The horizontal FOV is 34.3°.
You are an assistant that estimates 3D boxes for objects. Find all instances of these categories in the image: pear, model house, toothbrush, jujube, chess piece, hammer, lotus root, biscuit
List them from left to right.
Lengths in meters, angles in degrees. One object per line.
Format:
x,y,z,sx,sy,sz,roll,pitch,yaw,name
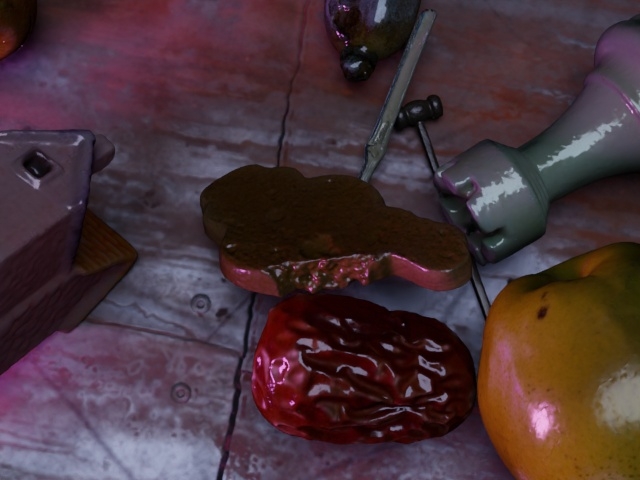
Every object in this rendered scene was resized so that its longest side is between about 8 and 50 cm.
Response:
-0.329,-0.018,1.055,0.202,0.237,0.237,37,49,14,model house
0.007,-0.004,1.075,0.320,0.047,0.183,7,43,22,biscuit
0.043,0.133,1.060,0.230,0.155,0.155,4,74,-7,jujube
0.059,-0.273,1.208,0.113,0.088,0.192,7,74,17,lotus root
0.072,-0.132,1.178,0.026,0.028,0.294,20,81,28,toothbrush
0.152,-0.028,1.173,0.058,0.029,0.292,-17,77,-4,hammer
0.275,-0.097,1.114,0.299,0.194,0.194,-30,77,-6,chess piece
0.292,0.154,1.000,0.294,0.294,0.294,0,74,-2,pear

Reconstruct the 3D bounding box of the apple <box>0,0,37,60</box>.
-0.405,-0.271,1.161,0.163,0.146,0.147,-31,83,4,apple
